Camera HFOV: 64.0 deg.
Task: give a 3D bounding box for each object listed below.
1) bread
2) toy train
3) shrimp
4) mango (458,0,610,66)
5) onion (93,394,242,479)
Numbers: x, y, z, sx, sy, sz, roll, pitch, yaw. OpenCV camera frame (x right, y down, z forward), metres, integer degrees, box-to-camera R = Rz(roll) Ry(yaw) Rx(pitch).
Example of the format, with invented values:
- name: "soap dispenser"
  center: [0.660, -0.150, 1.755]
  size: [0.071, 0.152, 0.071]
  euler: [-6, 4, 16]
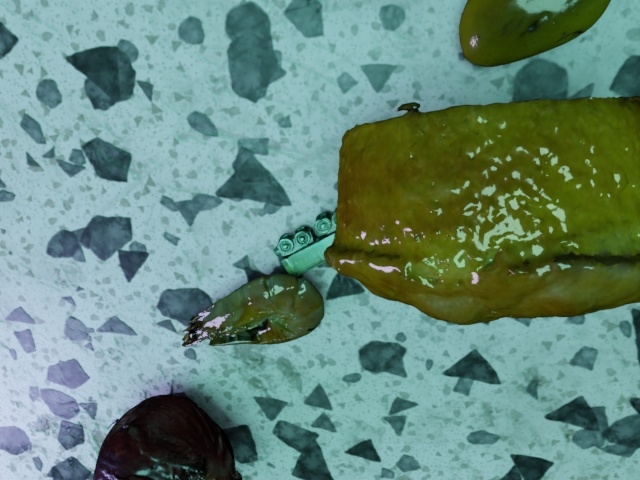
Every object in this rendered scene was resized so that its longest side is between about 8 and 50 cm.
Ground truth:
- name: "bread"
  center: [0.195, -0.035, 0.587]
  size: [0.398, 0.398, 0.215]
  euler: [-3, 97, 8]
- name: "toy train"
  center: [0.000, 0.000, 0.791]
  size: [0.148, 0.038, 0.071]
  euler: [-27, 106, 15]
- name: "shrimp"
  center: [-0.116, 0.131, 0.837]
  size: [0.267, 0.061, 0.145]
  euler: [-22, 128, 14]
- name: "mango"
  center: [0.261, -0.291, 0.628]
  size: [0.195, 0.098, 0.137]
  euler: [-40, 104, 23]
- name: "onion"
  center: [-0.269, 0.411, 0.874]
  size: [0.280, 0.221, 0.281]
  euler: [7, 106, 24]
